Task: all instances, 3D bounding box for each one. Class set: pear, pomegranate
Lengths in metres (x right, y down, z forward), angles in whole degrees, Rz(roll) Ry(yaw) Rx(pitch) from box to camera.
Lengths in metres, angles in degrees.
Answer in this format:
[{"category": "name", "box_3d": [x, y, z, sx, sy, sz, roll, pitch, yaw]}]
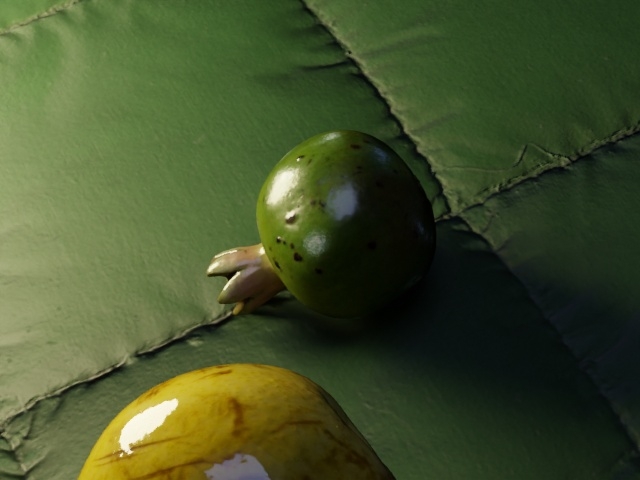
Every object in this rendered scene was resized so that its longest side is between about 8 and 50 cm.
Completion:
[{"category": "pear", "box_3d": [-0.069, 0.235, 1.391, 0.280, 0.281, 0.281, -3, 52, 4]}, {"category": "pomegranate", "box_3d": [-0.001, -0.001, 1.627, 0.225, 0.187, 0.187, -30, 51, 15]}]
